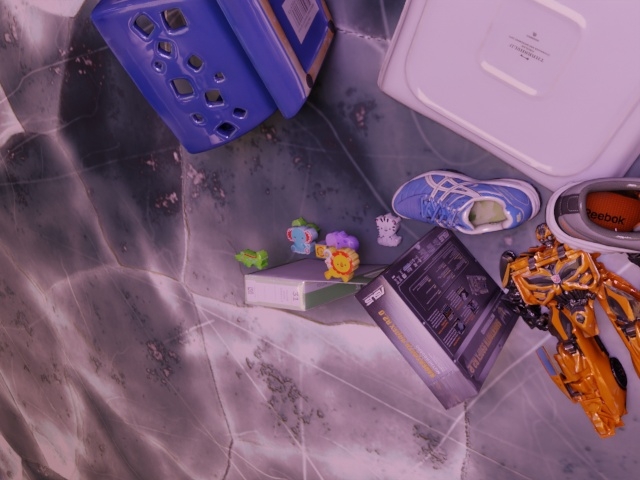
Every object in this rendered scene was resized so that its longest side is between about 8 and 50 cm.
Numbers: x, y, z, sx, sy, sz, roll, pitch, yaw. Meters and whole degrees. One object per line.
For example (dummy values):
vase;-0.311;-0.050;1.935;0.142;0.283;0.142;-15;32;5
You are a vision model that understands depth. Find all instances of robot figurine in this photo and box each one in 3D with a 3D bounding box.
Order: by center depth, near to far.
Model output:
robot figurine;0.361;0.107;0.760;0.211;0.085;0.291;-31;91;39

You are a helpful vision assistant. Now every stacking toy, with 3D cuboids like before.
stacking toy;0.000;0.000;0.912;0.221;0.167;0.052;6;112;34

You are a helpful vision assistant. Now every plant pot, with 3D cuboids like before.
plant pot;-0.117;-0.287;0.789;0.212;0.235;0.236;-7;136;28

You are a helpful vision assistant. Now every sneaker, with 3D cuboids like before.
sneaker;0.393;-0.019;0.629;0.272;0.108;0.100;4;87;13
sneaker;0.190;-0.052;0.810;0.211;0.081;0.080;2;113;36

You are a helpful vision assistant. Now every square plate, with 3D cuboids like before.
square plate;0.242;-0.231;0.665;0.347;0.049;0.344;35;140;16

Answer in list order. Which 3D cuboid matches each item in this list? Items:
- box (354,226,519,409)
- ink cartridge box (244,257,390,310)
box;0.169;0.089;0.792;0.183;0.231;0.056;51;127;4
ink cartridge box;0.022;0.070;0.925;0.235;0.171;0.056;4;99;34
